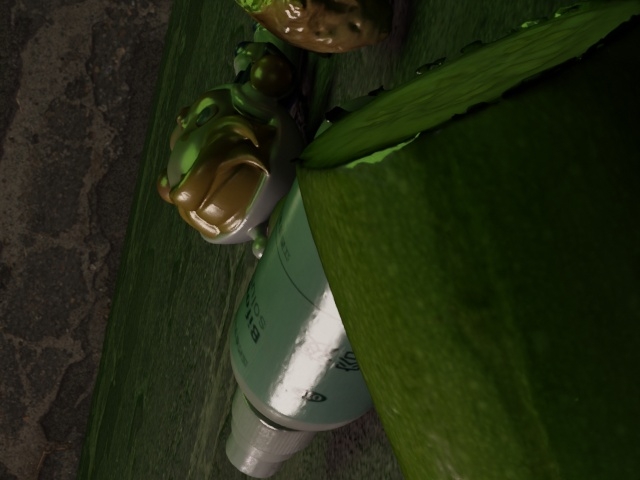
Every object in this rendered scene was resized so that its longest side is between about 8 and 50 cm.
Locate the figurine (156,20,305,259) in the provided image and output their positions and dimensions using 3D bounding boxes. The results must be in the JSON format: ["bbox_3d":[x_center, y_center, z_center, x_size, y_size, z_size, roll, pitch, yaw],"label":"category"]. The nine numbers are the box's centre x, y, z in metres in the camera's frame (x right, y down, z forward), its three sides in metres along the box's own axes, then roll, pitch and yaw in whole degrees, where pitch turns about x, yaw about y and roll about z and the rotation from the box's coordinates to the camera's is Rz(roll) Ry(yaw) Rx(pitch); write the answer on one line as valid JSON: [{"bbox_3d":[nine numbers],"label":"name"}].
[{"bbox_3d":[-0.074,-0.100,1.224,0.194,0.133,0.274,-51,17,17],"label":"figurine"}]

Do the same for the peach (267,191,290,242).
[{"bbox_3d":[0.001,-0.001,0.934,0.083,0.083,0.083,-171,90,-76],"label":"peach"}]

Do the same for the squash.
[{"bbox_3d":[0.110,0.041,0.581,0.260,0.189,0.189,65,171,-10],"label":"squash"}]

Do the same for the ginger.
[{"bbox_3d":[-0.006,-0.191,1.042,0.294,0.131,0.086,-85,14,-86],"label":"ginger"}]

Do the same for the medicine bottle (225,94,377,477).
[{"bbox_3d":[0.001,0.058,0.822,0.351,0.110,0.110,117,158,-50],"label":"medicine bottle"}]
